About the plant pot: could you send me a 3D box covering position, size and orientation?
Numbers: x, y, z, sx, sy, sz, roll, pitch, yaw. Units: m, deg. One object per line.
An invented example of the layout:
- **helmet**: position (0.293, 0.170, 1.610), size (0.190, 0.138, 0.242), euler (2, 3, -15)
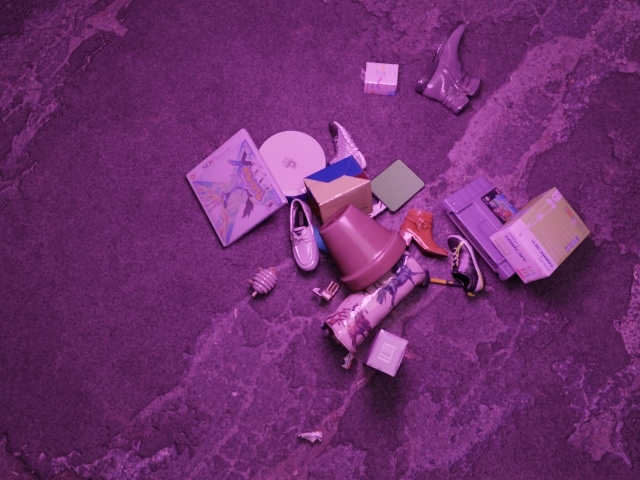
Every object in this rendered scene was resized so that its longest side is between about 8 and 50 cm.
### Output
- **plant pot**: position (0.123, 0.004, 1.809), size (0.263, 0.263, 0.229), euler (-43, 100, -9)

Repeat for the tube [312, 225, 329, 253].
- **tube**: position (0.000, 0.000, 1.963), size (0.207, 0.052, 0.080), euler (28, 76, 14)

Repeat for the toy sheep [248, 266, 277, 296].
- **toy sheep**: position (-0.205, 0.149, 1.909), size (0.091, 0.091, 0.132), euler (32, 73, 8)

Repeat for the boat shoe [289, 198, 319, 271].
- **boat shoe**: position (-0.065, -0.024, 1.918), size (0.096, 0.088, 0.267), euler (-8, 70, 15)

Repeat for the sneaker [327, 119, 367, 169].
- **sneaker**: position (0.066, -0.342, 2.027), size (0.132, 0.086, 0.228), euler (-34, 79, -5)

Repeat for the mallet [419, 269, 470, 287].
- **mallet**: position (0.444, 0.158, 1.925), size (0.190, 0.039, 0.062), euler (15, 76, 0)

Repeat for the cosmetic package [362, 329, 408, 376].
- **cosmetic package**: position (0.211, 0.375, 1.770), size (0.107, 0.238, 0.127), euler (22, 80, 9)

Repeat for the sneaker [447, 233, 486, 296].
- **sneaker**: position (0.504, 0.086, 1.900), size (0.097, 0.084, 0.234), euler (-18, 71, -23)

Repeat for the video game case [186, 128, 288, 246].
- **video game case**: position (-0.313, -0.191, 1.955), size (0.300, 0.036, 0.328), euler (-35, 77, 19)

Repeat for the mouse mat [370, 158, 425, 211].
- **mouse mat**: position (0.286, -0.210, 2.015), size (0.190, 0.007, 0.152), euler (-39, 79, -20)

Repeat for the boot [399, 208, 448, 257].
- **boot**: position (0.391, -0.027, 1.953), size (0.197, 0.073, 0.152), euler (21, 73, 3)

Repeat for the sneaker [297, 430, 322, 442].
- **sneaker**: position (-0.035, 0.668, 1.804), size (0.083, 0.032, 0.036), euler (-5, 76, 0)

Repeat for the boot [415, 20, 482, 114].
- **boot**: position (0.542, -0.673, 2.099), size (0.223, 0.118, 0.338), euler (29, 89, 5)

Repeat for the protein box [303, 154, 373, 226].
- **protein box**: position (0.067, -0.161, 1.906), size (0.200, 0.201, 0.136), euler (-26, 60, -6)

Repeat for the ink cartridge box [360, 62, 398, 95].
- **ink cartridge box**: position (0.227, -0.633, 2.092), size (0.143, 0.092, 0.089), euler (5, 77, 3)

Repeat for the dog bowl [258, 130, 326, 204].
- **dog bowl**: position (-0.109, -0.272, 2.000), size (0.265, 0.104, 0.264), euler (0, 76, 1)

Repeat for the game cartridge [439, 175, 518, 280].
- **game cartridge**: position (0.626, -0.054, 1.929), size (0.230, 0.068, 0.355), euler (-33, 78, -23)

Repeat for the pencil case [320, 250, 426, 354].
- **pencil case**: position (0.191, 0.202, 1.845), size (0.160, 0.183, 0.410), euler (44, 78, 5)

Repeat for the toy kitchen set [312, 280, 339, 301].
- **toy kitchen set**: position (0.020, 0.169, 1.900), size (0.068, 0.083, 0.075), euler (33, 79, 8)

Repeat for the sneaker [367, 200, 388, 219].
- **sneaker**: position (0.200, -0.105, 1.993), size (0.109, 0.040, 0.043), euler (-36, 68, -14)

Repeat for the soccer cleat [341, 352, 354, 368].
- **soccer cleat**: position (0.100, 0.409, 1.869), size (0.036, 0.029, 0.083), euler (19, 82, 1)

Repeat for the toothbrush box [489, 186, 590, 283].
- **toothbrush box**: position (0.765, -0.020, 1.853), size (0.283, 0.122, 0.206), euler (-37, 88, -28)
